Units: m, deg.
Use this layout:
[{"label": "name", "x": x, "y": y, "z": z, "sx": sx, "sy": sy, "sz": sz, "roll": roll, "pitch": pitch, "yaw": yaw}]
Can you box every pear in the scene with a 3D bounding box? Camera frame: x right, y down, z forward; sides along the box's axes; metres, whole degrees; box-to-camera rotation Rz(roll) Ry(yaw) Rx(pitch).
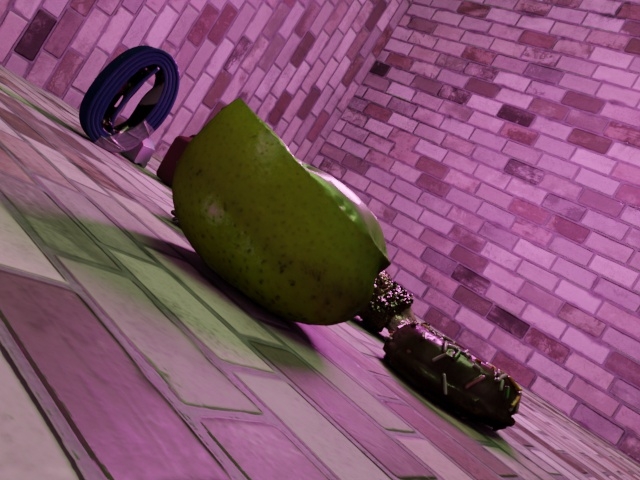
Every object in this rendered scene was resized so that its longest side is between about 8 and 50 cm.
[{"label": "pear", "x": -0.044, "y": 0.002, "z": 0.880, "sx": 0.318, "sy": 0.238, "sz": 0.342, "roll": 46, "pitch": 3, "yaw": 29}]

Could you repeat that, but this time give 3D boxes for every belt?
[{"label": "belt", "x": -0.576, "y": -0.432, "z": 1.766, "sx": 0.212, "sy": 0.347, "sz": 0.117, "roll": 40, "pitch": -5, "yaw": -39}]

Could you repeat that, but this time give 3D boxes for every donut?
[{"label": "donut", "x": 0.238, "y": 0.238, "z": 1.050, "sx": 0.270, "sy": 0.103, "sz": 0.270, "roll": 30, "pitch": 2, "yaw": -1}]

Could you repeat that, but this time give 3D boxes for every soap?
[{"label": "soap", "x": -0.613, "y": -0.316, "z": 1.930, "sx": 0.149, "sy": 0.100, "sz": 0.056, "roll": 34, "pitch": 2, "yaw": 37}]

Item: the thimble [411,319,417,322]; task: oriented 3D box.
[{"label": "thimble", "x": 0.233, "y": 0.240, "z": 1.691, "sx": 0.104, "sy": 0.066, "sz": 0.095, "roll": 34, "pitch": -1, "yaw": 38}]

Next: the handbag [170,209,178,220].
[{"label": "handbag", "x": -0.188, "y": -0.017, "z": 1.201, "sx": 0.216, "sy": 0.074, "sz": 0.203, "roll": 33, "pitch": -1, "yaw": 10}]

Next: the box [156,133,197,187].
[{"label": "box", "x": -0.371, "y": -0.210, "z": 1.877, "sx": 0.294, "sy": 0.193, "sz": 0.167, "roll": 32, "pitch": 7, "yaw": 5}]

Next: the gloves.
[{"label": "gloves", "x": 0.133, "y": 0.140, "z": 1.395, "sx": 0.312, "sy": 0.135, "sz": 0.210, "roll": 53, "pitch": 28, "yaw": 13}]
